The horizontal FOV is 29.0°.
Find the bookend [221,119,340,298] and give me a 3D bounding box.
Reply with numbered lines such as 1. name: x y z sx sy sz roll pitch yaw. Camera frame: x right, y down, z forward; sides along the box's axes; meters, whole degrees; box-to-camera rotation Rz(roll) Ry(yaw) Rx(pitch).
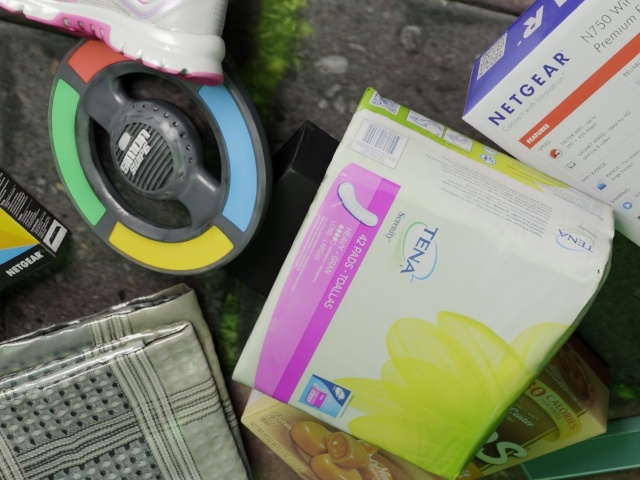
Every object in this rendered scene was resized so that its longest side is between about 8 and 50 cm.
1. bookend: 0.000 0.000 1.116 0.157 0.072 0.156 34 130 -15

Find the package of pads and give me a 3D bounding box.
1. package of pads: 0.080 0.051 1.011 0.229 0.101 0.296 25 132 0

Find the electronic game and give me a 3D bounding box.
1. electronic game: -0.141 -0.076 1.058 0.229 0.048 0.229 14 119 27

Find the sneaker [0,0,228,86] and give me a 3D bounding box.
1. sneaker: -0.171 -0.210 0.967 0.252 0.103 0.111 23 95 13

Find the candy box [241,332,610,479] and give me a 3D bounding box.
1. candy box: 0.099 0.154 1.216 0.316 0.087 0.183 -28 118 34

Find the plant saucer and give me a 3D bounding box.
1. plant saucer: 0.289 0.213 1.266 0.192 0.018 0.067 -15 125 28

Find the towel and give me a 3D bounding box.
1. towel: -0.236 0.221 1.278 0.312 0.056 0.324 -18 121 -5

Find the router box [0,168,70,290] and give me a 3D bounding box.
1. router box: -0.357 -0.005 1.231 0.179 0.046 0.133 -28 118 34

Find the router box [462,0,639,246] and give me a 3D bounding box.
1. router box: 0.326 -0.127 0.904 0.301 0.082 0.335 34 131 -15
